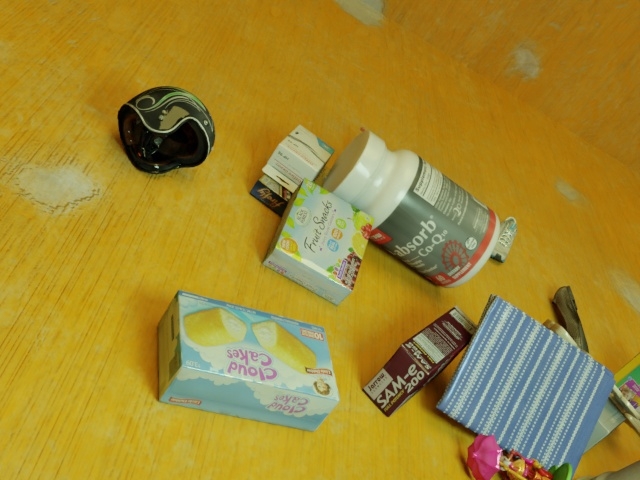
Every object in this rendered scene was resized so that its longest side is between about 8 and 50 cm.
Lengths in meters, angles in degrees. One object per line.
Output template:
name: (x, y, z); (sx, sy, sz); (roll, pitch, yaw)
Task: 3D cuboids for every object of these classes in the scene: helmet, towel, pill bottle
helmet: (-0.290, -0.217, 1.464); (0.161, 0.169, 0.169); (-20, 60, -35)
towel: (0.391, 0.282, 1.415); (0.336, 0.243, 0.040); (34, -14, -18)
pill bottle: (0.196, -0.069, 1.664); (0.362, 0.210, 0.210); (33, 31, -16)

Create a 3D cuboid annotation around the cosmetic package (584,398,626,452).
cosmetic package: (0.505, 0.320, 1.580); (0.238, 0.107, 0.127); (47, 29, 23)

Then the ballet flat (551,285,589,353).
ballet flat: (0.623, 0.210, 1.896); (0.250, 0.058, 0.084); (-86, 152, -49)

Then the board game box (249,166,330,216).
board game box: (-0.039, -0.115, 1.687); (0.165, 0.042, 0.243); (36, 31, 0)

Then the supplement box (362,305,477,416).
supplement box: (0.190, 0.216, 1.383); (0.073, 0.130, 0.239); (46, 33, 16)

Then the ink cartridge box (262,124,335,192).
ink cartridge box: (-0.046, -0.177, 1.662); (0.104, 0.060, 0.180); (36, 31, -2)

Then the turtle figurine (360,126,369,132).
turtle figurine: (0.134, -0.177, 1.883); (0.270, 0.087, 0.217); (64, 14, 12)

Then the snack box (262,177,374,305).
snack box: (0.000, 0.000, 1.503); (0.174, 0.070, 0.207); (30, 46, -10)

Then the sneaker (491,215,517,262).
sneaker: (0.490, -0.012, 2.029); (0.071, 0.083, 0.191); (36, 32, -4)

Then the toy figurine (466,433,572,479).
toy figurine: (0.332, 0.396, 1.321); (0.159, 0.130, 0.173); (32, 8, 11)

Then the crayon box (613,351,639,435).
crayon box: (0.793, 0.387, 1.710); (0.081, 0.165, 0.278); (-2, 48, -46)

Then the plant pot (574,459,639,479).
plant pot: (0.649, 0.481, 1.300); (0.333, 0.305, 0.334); (26, 33, -18)

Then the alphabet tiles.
alphabet tiles: (0.588, 0.292, 1.640); (0.284, 0.021, 0.278); (50, 4, 0)

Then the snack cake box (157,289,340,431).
snack cake box: (-0.112, 0.188, 1.166); (0.264, 0.089, 0.152); (18, 35, -27)
